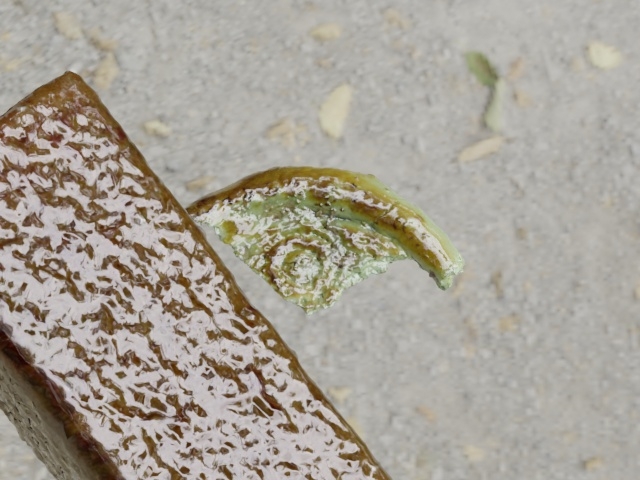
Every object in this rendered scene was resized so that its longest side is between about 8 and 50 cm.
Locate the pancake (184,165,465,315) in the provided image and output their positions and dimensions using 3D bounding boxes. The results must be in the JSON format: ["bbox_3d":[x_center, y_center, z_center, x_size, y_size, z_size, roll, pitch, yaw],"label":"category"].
[{"bbox_3d":[0.000,-0.002,1.841,0.376,0.054,0.197,6,81,4],"label":"pancake"}]

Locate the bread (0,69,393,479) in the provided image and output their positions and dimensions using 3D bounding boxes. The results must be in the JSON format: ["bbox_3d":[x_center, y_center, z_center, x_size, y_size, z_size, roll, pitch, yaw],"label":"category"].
[{"bbox_3d":[-0.097,0.103,0.910,0.165,0.113,0.416,-37,88,-23],"label":"bread"}]
